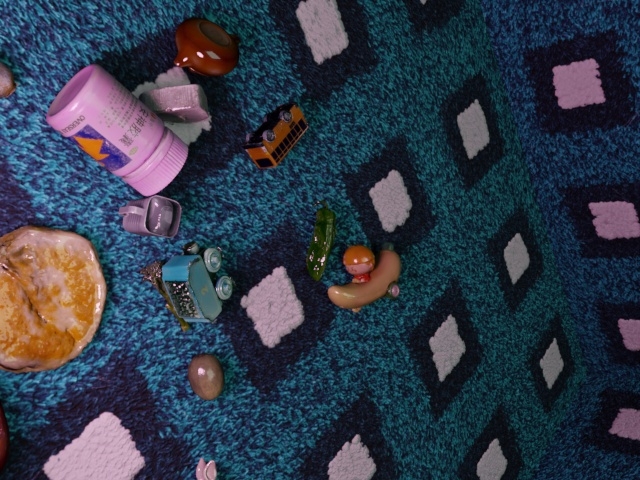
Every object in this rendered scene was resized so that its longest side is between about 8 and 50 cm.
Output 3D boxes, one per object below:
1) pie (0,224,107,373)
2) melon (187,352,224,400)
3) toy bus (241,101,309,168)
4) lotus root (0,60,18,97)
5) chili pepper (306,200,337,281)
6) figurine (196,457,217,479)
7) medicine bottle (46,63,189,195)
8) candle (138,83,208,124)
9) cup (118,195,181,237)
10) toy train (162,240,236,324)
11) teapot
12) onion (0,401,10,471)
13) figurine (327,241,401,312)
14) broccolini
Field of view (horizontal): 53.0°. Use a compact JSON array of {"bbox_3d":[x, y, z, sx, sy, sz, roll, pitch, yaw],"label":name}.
[{"bbox_3d":[-0.630,0.130,1.434,0.339,0.077,0.339,5,83,-46],"label":"pie"},{"bbox_3d":[-0.308,0.367,1.732,0.098,0.098,0.131,-26,110,-41],"label":"melon"},{"bbox_3d":[-0.126,-0.313,1.909,0.201,0.098,0.114,-54,125,-29],"label":"toy bus"},{"bbox_3d":[-0.719,-0.357,1.346,0.165,0.088,0.088,26,72,-31],"label":"lotus root"},{"bbox_3d":[0.002,0.001,2.041,0.074,0.100,0.257,16,86,-26],"label":"chili pepper"},{"bbox_3d":[-0.322,0.717,1.708,0.155,0.127,0.236,-16,96,-33],"label":"figurine"},{"bbox_3d":[-0.473,-0.255,1.515,0.290,0.178,0.178,43,61,-36],"label":"medicine bottle"},{"bbox_3d":[-0.358,-0.345,1.639,0.192,0.168,0.068,-6,88,-46],"label":"candle"},{"bbox_3d":[-0.432,-0.060,1.588,0.128,0.129,0.095,16,78,-43],"label":"cup"},{"bbox_3d":[-0.322,0.114,1.681,0.163,0.112,0.203,-52,130,-50],"label":"toy train"},{"bbox_3d":[-0.304,-0.511,1.732,0.178,0.135,0.252,49,33,2],"label":"teapot"},{"bbox_3d":[-0.744,0.389,1.136,0.341,0.341,0.341,0,90,-44],"label":"onion"},{"bbox_3d":[0.149,0.114,2.165,0.324,0.124,0.222,-21,105,-38],"label":"figurine"},{"bbox_3d":[-0.394,0.153,1.675,0.067,0.058,0.216,-42,118,-36],"label":"broccolini"}]
